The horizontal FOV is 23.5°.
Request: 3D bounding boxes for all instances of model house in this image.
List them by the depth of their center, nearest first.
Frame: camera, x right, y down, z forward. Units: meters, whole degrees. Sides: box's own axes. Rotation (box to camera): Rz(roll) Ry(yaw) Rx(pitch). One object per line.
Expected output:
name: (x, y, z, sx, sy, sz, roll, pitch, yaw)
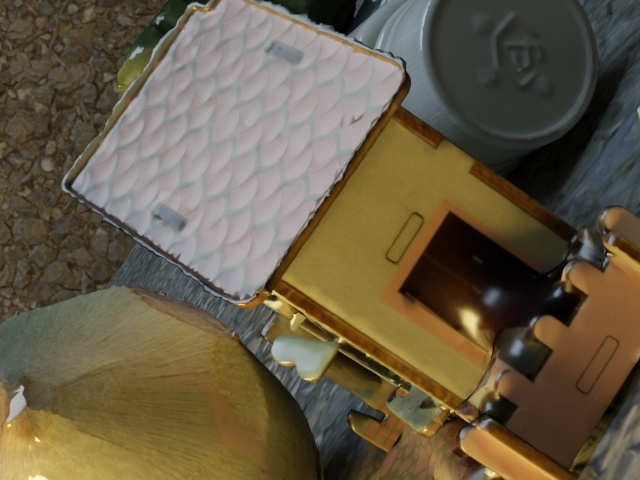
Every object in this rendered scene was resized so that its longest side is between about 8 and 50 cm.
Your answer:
model house: (0.000, 0.000, 0.766, 0.169, 0.244, 0.326, -54, 12, -2)

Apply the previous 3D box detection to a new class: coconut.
coconut: (-0.116, 0.129, 0.886, 0.224, 0.234, 0.224, -15, 56, 23)

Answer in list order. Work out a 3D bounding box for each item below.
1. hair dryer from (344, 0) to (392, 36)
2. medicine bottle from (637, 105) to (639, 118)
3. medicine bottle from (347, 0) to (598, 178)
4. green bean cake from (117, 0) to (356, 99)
hair dryer: (0.061, -0.118, 1.268, 0.244, 0.116, 0.302, -58, -1, 3)
medicine bottle: (0.195, -0.121, 0.573, 0.229, 0.121, 0.083, -60, 12, -18)
medicine bottle: (0.073, -0.090, 0.988, 0.139, 0.139, 0.237, -60, 13, -18)
green bean cake: (-0.064, -0.119, 1.245, 0.222, 0.125, 0.227, -57, -11, -32)
